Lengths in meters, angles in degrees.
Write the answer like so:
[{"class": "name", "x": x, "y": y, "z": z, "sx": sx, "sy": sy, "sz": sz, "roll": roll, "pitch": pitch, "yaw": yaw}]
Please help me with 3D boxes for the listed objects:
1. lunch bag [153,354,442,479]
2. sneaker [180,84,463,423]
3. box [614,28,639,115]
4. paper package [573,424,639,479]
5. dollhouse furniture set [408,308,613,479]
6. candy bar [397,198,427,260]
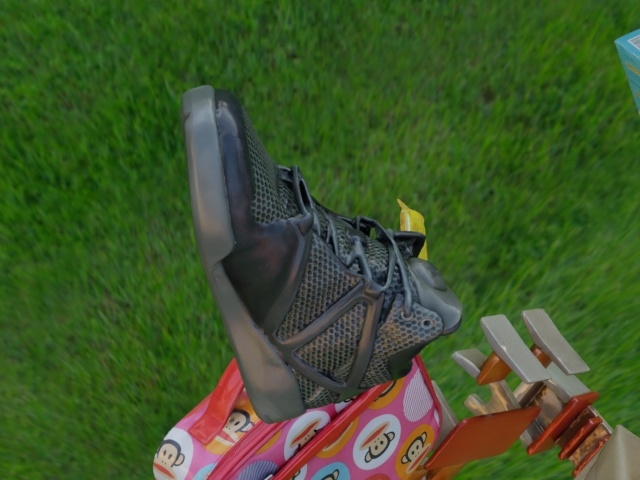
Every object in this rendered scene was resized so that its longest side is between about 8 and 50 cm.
[{"class": "lunch bag", "x": -0.023, "y": 0.192, "z": 1.556, "sx": 0.293, "sy": 0.258, "sz": 0.120, "roll": -41, "pitch": 47, "yaw": -18}, {"class": "sneaker", "x": 0.000, "y": 0.000, "z": 0.839, "sx": 0.130, "sy": 0.228, "sz": 0.087, "roll": -15, "pitch": 38, "yaw": 5}, {"class": "box", "x": 0.412, "y": -0.121, "z": 1.764, "sx": 0.060, "sy": 0.100, "sz": 0.244, "roll": -24, "pitch": 113, "yaw": 0}, {"class": "paper package", "x": 0.296, "y": 0.342, "z": 1.119, "sx": 0.324, "sy": 0.309, "sz": 0.168, "roll": 33, "pitch": 114, "yaw": -8}, {"class": "dollhouse furniture set", "x": 0.216, "y": 0.215, "z": 1.755, "sx": 0.135, "sy": 0.259, "sz": 0.262, "roll": 52, "pitch": 124, "yaw": 27}, {"class": "candy bar", "x": 0.090, "y": 0.032, "z": 1.501, "sx": 0.018, "sy": 0.040, "sz": 0.162, "roll": -23, "pitch": 50, "yaw": 31}]
